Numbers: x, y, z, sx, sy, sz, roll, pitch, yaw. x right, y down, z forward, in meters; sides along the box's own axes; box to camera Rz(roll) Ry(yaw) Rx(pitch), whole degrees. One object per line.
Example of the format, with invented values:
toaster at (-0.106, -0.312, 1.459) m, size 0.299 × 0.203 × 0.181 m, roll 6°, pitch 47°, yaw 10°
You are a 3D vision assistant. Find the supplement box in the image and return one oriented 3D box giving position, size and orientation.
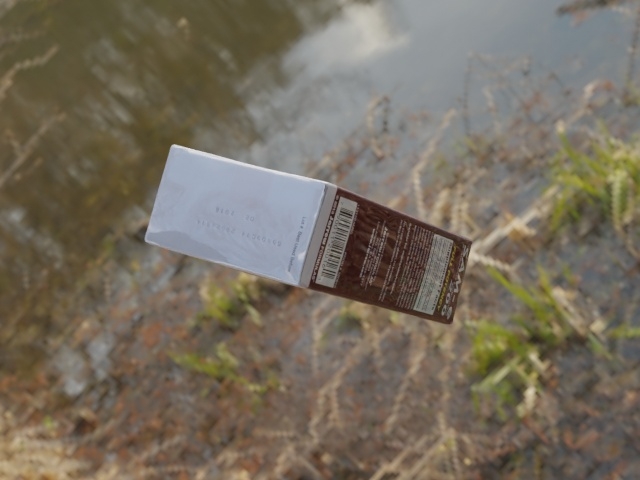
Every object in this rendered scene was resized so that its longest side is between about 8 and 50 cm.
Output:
supplement box at (0.000, 0.000, 1.060) m, size 0.130 × 0.239 × 0.073 m, roll 15°, pitch 88°, yaw 29°
